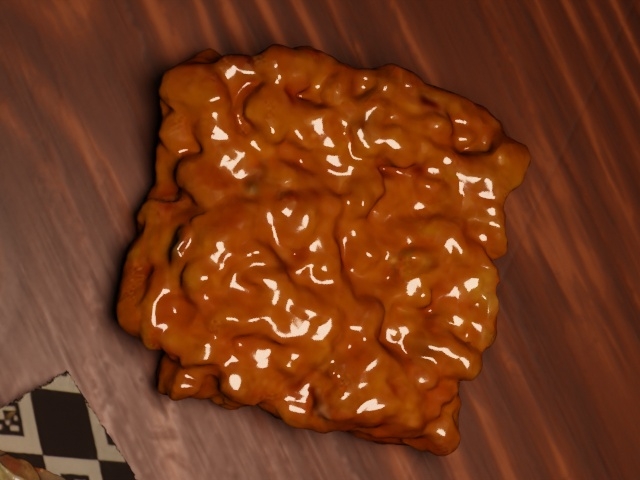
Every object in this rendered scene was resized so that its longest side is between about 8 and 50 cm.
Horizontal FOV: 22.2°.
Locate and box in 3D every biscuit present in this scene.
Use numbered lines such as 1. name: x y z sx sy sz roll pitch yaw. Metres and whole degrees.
1. biscuit: 0.000 0.000 1.338 0.318 0.110 0.312 15 77 -16

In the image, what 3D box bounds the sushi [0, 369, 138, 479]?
1. sushi: -0.168 0.250 1.174 0.292 0.059 0.294 59 30 1
